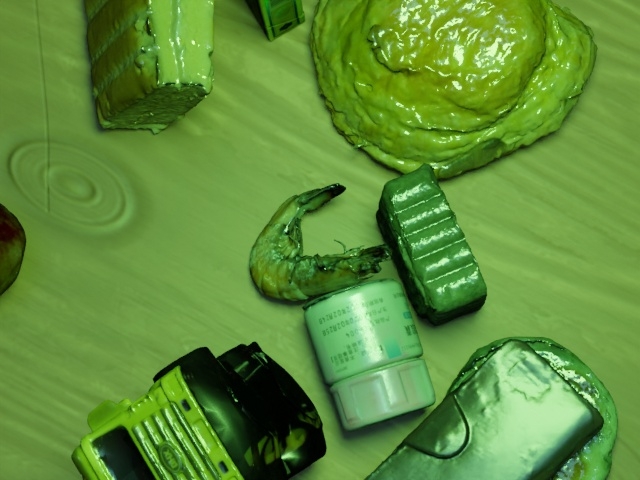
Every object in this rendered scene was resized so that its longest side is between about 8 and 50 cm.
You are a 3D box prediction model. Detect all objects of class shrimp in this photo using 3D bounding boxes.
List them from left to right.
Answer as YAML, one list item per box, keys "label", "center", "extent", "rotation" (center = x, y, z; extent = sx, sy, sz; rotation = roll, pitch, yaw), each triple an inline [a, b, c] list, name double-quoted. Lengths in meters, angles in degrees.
- label: "shrimp"
  center: [0.000, 0.000, 1.848]
  extent: [0.217, 0.051, 0.150]
  rotation: [-8, 65, 33]

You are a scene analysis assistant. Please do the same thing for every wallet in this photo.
- label: "wallet"
  center: [0.189, 0.275, 1.797]
  extent: [0.309, 0.042, 0.165]
  rotation: [-44, 78, -1]

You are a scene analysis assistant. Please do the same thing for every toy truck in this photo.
- label: "toy truck"
  center: [-0.143, 0.247, 1.679]
  extent: [0.254, 0.405, 0.180]
  rotation: [-36, 82, 5]

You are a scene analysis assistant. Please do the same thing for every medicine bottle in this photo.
- label: "medicine bottle"
  center: [0.062, 0.144, 1.825]
  extent: [0.135, 0.135, 0.168]
  rotation: [-16, 81, -3]

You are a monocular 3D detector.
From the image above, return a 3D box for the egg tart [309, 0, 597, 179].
- label: "egg tart"
  center: [0.157, -0.243, 1.883]
  extent: [0.351, 0.153, 0.339]
  rotation: [44, 86, 7]

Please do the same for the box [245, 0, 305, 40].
- label: "box"
  center: [-0.082, -0.355, 1.863]
  extent: [0.064, 0.220, 0.141]
  rotation: [-30, 81, -4]

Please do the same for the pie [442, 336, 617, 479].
- label: "pie"
  center: [0.261, 0.239, 1.849]
  extent: [0.241, 0.054, 0.240]
  rotation: [0, 80, 1]

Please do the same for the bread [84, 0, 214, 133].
- label: "bread"
  center: [-0.212, -0.273, 1.836]
  extent: [0.111, 0.246, 0.239]
  rotation: [-2, 80, -26]

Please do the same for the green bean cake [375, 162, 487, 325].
- label: "green bean cake"
  center: [0.139, 0.009, 1.820]
  extent: [0.094, 0.185, 0.183]
  rotation: [-21, 82, -3]

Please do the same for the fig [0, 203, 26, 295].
- label: "fig"
  center: [-0.500, 0.060, 1.822]
  extent: [0.191, 0.190, 0.290]
  rotation: [29, 81, 5]
